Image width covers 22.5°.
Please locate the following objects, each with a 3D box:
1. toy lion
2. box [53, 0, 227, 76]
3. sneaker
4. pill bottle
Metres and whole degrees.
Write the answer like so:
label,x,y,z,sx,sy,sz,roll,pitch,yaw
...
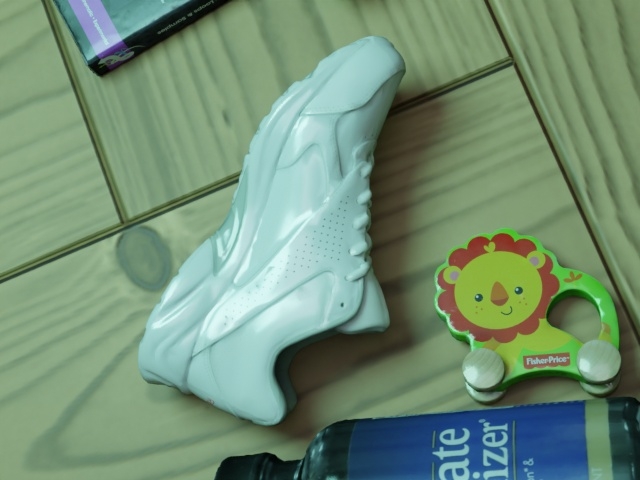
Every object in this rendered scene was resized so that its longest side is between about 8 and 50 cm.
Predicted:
label,x,y,z,sx,sy,sz,roll,pitch,yaw
toy lion,0.113,0.039,0.888,0.100,0.034,0.096,-4,68,9
box,-0.095,-0.190,0.984,0.162,0.029,0.116,-30,74,4
sneaker,0.000,0.000,0.897,0.115,0.090,0.232,30,92,9
pill bottle,0.061,0.148,0.819,0.219,0.123,0.122,-7,75,11
